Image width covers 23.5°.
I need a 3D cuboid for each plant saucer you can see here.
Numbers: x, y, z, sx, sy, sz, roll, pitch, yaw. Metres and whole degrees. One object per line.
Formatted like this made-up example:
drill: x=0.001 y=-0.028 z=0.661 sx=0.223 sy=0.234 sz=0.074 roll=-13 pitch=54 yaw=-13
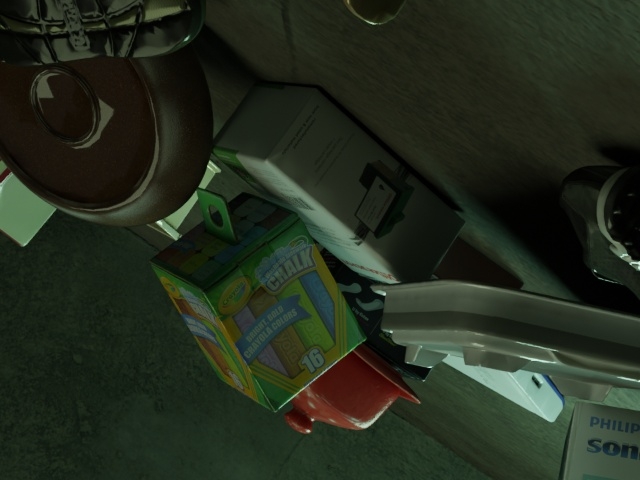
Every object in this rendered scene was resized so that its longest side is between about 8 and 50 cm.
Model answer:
plant saucer: x=-0.252 y=-0.146 z=1.583 sx=0.310 sy=0.050 sz=0.310 roll=15 pitch=122 yaw=24

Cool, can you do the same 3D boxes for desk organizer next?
desk organizer: x=0.148 y=0.032 z=1.647 sx=0.130 sy=0.050 sz=0.047 roll=35 pitch=171 yaw=1

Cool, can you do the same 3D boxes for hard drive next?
hard drive: x=0.167 y=0.125 z=2.091 sx=0.318 sy=0.040 sz=0.210 roll=28 pitch=168 yaw=37

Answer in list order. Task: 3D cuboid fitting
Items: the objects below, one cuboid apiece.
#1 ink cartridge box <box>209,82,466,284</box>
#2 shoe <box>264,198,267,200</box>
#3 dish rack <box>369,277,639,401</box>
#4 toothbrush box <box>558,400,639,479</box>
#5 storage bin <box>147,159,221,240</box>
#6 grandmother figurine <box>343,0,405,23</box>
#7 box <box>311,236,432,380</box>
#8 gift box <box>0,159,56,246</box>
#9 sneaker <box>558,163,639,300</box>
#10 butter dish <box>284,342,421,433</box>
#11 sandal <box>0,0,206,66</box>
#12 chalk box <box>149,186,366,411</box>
ink cartridge box: x=0.016 y=-0.054 z=1.548 sx=0.219 sy=0.092 sz=0.160 roll=39 pitch=171 yaw=-25
shoe: x=0.000 y=0.000 z=2.011 sx=0.178 sy=0.063 sz=0.081 roll=40 pitch=173 yaw=3
dish rack: x=0.202 y=0.096 z=1.388 sx=0.285 sy=0.072 sz=0.333 roll=13 pitch=174 yaw=-11
toothbrush box: x=0.359 y=0.266 z=1.620 sx=0.216 sy=0.126 sz=0.295 roll=9 pitch=165 yaw=8
storage bin: x=-0.318 y=-0.150 z=2.194 sx=0.262 sy=0.123 sz=0.260 roll=26 pitch=167 yaw=48
grandmother figurine: x=-0.096 y=-0.236 z=1.018 sx=0.342 sy=0.104 sz=0.208 roll=23 pitch=156 yaw=45
box: x=0.063 y=0.061 z=1.823 sx=0.163 sy=0.142 sz=0.247 roll=36 pitch=171 yaw=-11
gift box: x=-0.395 y=-0.195 z=1.822 sx=0.276 sy=0.258 sz=0.255 roll=38 pitch=176 yaw=45
sneaker: x=0.254 y=0.020 z=1.130 sx=0.234 sy=0.078 sz=0.106 roll=45 pitch=170 yaw=-30
butter dish: x=0.003 y=0.163 z=1.735 sx=0.160 sy=0.118 sz=0.160 roll=40 pitch=169 yaw=-29
sandal: x=-0.231 y=-0.228 z=1.449 sx=0.303 sy=0.086 sz=0.120 roll=9 pitch=126 yaw=25
chalk box: x=-0.075 y=0.043 z=1.576 sx=0.132 sy=0.132 sz=0.213 roll=23 pitch=147 yaw=59
